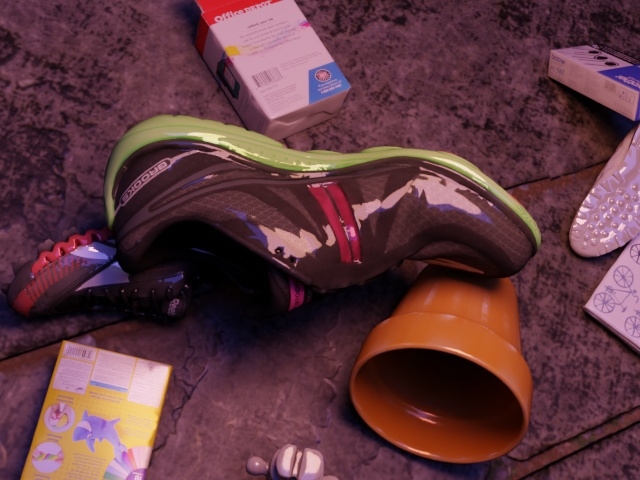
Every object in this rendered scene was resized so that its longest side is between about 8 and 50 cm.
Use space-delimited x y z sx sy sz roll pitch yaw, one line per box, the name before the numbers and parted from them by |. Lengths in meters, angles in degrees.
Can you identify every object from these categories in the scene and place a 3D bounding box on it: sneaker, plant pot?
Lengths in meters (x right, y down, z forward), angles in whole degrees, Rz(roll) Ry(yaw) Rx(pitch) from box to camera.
sneaker | 0.430 -0.071 1.294 0.090 0.095 0.235 38 81 -1
sneaker | 0.000 0.000 1.000 0.482 0.185 0.202 6 66 -2
plant pot | 0.156 0.127 1.073 0.205 0.205 0.188 26 46 -2
sneaker | -0.222 0.042 1.051 0.276 0.098 0.135 -20 70 -24

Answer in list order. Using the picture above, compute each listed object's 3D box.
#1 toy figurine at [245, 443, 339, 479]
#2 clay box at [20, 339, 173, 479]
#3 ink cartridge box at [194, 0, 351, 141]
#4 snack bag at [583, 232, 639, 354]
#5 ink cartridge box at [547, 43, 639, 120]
toy figurine | -0.050 0.337 0.942 0.213 0.148 0.210 -29 70 -23
clay box | -0.249 0.232 0.981 0.127 0.053 0.222 15 64 -8
ink cartridge box | -0.079 -0.259 1.240 0.134 0.078 0.231 -25 75 -25
snack bag | 0.576 0.101 1.276 0.342 0.037 0.323 42 62 6
ink cartridge box | 0.434 -0.236 1.322 0.097 0.046 0.207 -11 31 -19
